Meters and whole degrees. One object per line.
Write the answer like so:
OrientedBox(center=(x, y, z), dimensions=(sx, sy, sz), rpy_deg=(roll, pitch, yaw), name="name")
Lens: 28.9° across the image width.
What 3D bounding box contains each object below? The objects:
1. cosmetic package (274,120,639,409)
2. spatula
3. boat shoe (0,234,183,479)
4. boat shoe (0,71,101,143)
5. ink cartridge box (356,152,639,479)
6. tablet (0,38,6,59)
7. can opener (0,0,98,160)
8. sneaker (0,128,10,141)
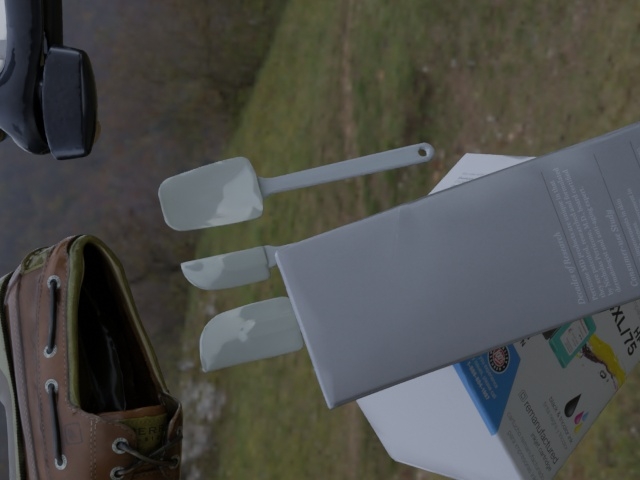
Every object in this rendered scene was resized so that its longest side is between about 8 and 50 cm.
OrientedBox(center=(0.098, 0.015, 0.743), dimensions=(0.127, 0.238, 0.107), rpy_deg=(46, -159, -85), name="cosmetic package")
OrientedBox(center=(0.000, 0.000, 1.032), dimensions=(0.019, 0.242, 0.168), rpy_deg=(111, 145, -72), name="spatula")
OrientedBox(center=(-0.152, 0.145, 0.868), dimensions=(0.104, 0.110, 0.307), rpy_deg=(-31, 76, 34), name="boat shoe")
OrientedBox(center=(-0.315, -0.148, 1.322), dimensions=(0.063, 0.170, 0.059), rpy_deg=(-62, 23, 24), name="boat shoe")
OrientedBox(center=(0.174, 0.073, 1.216), dimensions=(0.197, 0.270, 0.198), rpy_deg=(7, 136, 49), name="ink cartridge box")
OrientedBox(center=(-0.424, -0.241, 1.566), dimensions=(0.054, 0.083, 0.006), rpy_deg=(52, 139, 45), name="tablet")
OrientedBox(center=(-0.181, -0.144, 0.799), dimensions=(0.059, 0.073, 0.186), rpy_deg=(-75, -19, -82), name="can opener")
OrientedBox(center=(-0.354, -0.086, 1.060), dimensions=(0.078, 0.188, 0.067), rpy_deg=(-57, -46, -63), name="sneaker")
